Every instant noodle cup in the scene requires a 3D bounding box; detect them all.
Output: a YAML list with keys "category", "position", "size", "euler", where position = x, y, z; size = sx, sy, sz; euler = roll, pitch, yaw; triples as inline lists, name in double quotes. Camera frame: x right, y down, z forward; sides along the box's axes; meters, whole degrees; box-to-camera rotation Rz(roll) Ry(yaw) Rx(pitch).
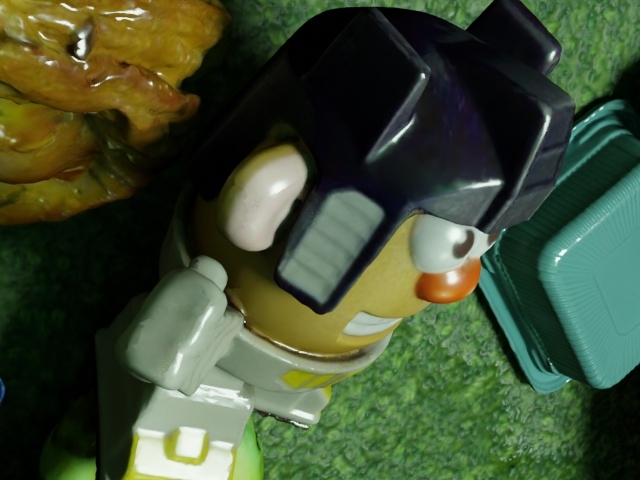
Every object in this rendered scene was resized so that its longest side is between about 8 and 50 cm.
- category: "instant noodle cup"
  position: [0.189, 0.014, 0.781]
  size: [0.157, 0.070, 0.179]
  euler: [-38, 123, -10]

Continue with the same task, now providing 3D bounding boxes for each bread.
- category: "bread"
  position: [-0.099, 0.136, 0.675]
  size: [0.139, 0.071, 0.130]
  euler: [9, 110, -32]

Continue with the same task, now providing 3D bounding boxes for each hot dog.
- category: "hot dog"
  position: [-0.175, -0.091, 0.487]
  size: [0.272, 0.122, 0.196]
  euler: [17, 146, -37]

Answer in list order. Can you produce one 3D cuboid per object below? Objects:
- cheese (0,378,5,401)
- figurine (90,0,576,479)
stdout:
- category: "cheese"
  position: [-0.281, 0.111, 0.537]
  size: [0.270, 0.069, 0.177]
  euler: [-33, 80, -25]
- category: "figurine"
  position: [-0.003, 0.000, 0.560]
  size: [0.143, 0.308, 0.308]
  euler: [32, 95, -2]
